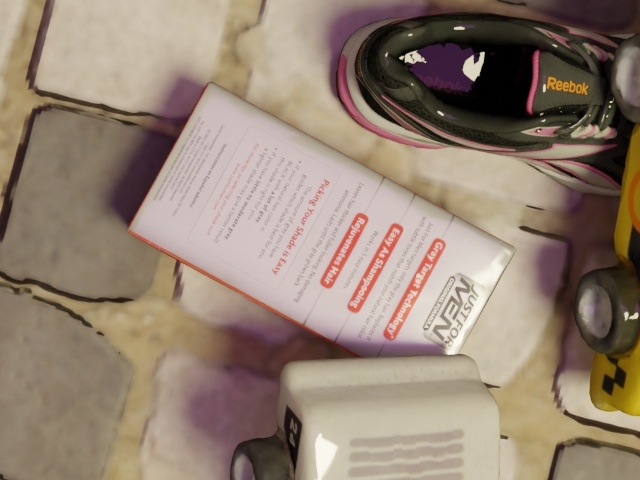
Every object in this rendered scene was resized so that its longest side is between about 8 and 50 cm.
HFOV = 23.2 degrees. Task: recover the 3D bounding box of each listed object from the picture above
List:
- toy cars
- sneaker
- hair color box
[{"bbox_3d":[0.095,0.066,0.586,0.393,0.087,0.176,-47,119,-1],"label":"toy cars"},{"bbox_3d":[0.097,-0.055,0.627,0.178,0.077,0.072,3,90,-4],"label":"sneaker"},{"bbox_3d":[0.000,0.000,0.638,0.141,0.043,0.072,29,88,-1],"label":"hair color box"}]
